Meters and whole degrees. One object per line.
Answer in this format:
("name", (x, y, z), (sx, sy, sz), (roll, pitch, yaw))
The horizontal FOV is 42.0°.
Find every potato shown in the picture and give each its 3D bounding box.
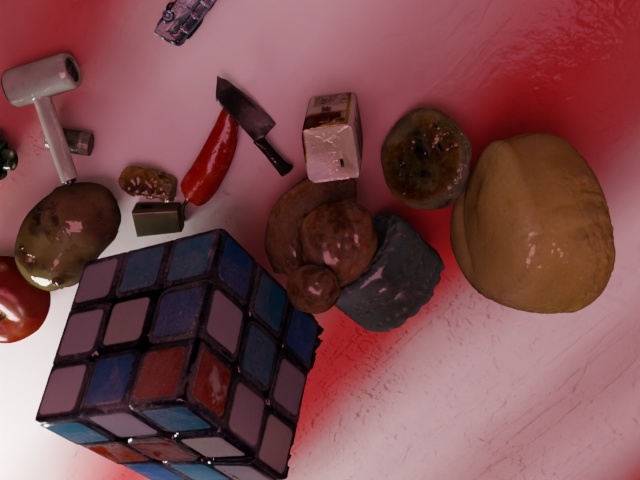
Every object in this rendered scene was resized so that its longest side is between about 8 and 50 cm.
("potato", (-0.502, -0.013, 1.646), (0.165, 0.165, 0.262), (34, 112, -14))

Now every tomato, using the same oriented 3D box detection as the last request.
("tomato", (-0.658, 0.121, 1.746), (0.195, 0.136, 0.195), (2, 119, 3))

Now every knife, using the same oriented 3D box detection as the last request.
("knife", (-0.120, -0.215, 1.544), (0.060, 0.028, 0.230), (-46, 118, -7))

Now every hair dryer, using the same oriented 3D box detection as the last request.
("hair dryer", (-0.486, -0.214, 1.529), (0.131, 0.073, 0.236), (-13, 96, 12))

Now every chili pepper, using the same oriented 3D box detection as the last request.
("chili pepper", (-0.211, -0.143, 1.589), (0.071, 0.063, 0.272), (20, 119, -21))

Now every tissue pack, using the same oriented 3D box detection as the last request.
("tissue pack", (0.022, -0.185, 1.485), (0.099, 0.148, 0.106), (-6, 120, 9))

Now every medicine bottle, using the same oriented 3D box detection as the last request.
("medicine bottle", (-0.479, -0.190, 1.594), (0.083, 0.047, 0.047), (9, 121, -1))

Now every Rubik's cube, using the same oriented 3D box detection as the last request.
("Rubik's cube", (-0.253, 0.227, 1.557), (0.363, 0.362, 0.359), (-8, 145, 29))

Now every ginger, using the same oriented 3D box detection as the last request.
("ginger", (0.000, 0.000, 1.516), (0.155, 0.304, 0.244), (35, 102, -22))

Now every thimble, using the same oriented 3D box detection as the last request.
("thimble", (0.115, 0.066, 1.601), (0.143, 0.198, 0.235), (42, 131, -20))

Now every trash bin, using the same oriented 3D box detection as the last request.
("trash bin", (-0.323, -0.043, 1.670), (0.092, 0.043, 0.060), (-3, 120, 4))

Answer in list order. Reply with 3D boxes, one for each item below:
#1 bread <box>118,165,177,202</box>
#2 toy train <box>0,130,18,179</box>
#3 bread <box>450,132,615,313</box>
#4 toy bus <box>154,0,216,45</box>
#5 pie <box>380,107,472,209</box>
("bread", (-0.337, -0.112, 1.621), (0.110, 0.060, 0.066), (12, 151, 0))
("toy train", (-0.725, -0.147, 1.570), (0.286, 0.177, 0.116), (7, 122, 1))
("bread", (0.374, -0.026, 1.445), (0.237, 0.320, 0.320), (-4, 123, -17))
("toy bus", (-0.219, -0.410, 1.437), (0.065, 0.047, 0.166), (36, 117, -19))
("pie", (0.188, -0.145, 1.508), (0.187, 0.041, 0.186), (9, 105, 35))
